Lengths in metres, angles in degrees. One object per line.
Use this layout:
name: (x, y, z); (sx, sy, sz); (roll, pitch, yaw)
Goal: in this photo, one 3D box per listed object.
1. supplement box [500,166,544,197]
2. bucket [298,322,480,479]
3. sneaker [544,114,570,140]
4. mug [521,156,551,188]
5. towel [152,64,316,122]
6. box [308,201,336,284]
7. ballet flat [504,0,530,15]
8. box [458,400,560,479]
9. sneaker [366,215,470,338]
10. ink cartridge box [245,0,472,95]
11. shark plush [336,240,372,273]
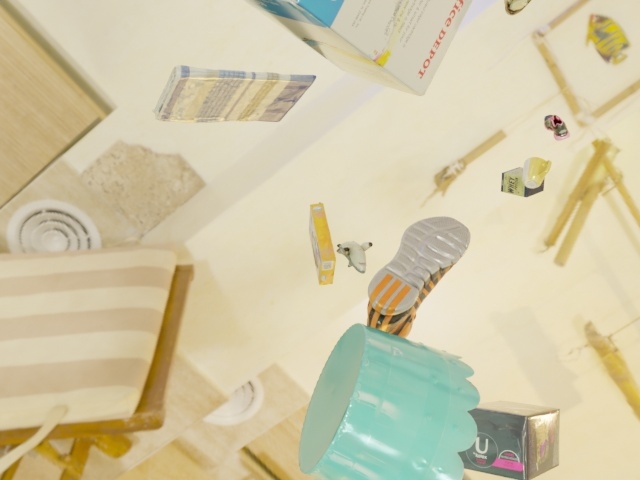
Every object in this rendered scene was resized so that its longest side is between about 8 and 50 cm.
supplement box: (0.556, -0.161, 1.654); (0.083, 0.083, 0.056); (23, -57, 48)
bucket: (0.094, 0.272, 0.927); (0.183, 0.281, 0.281); (24, 17, -7)
sneaker: (0.615, -0.309, 1.574); (0.057, 0.047, 0.119); (59, 13, -31)
mug: (0.535, -0.170, 1.505); (0.062, 0.064, 0.078); (20, -28, 15)
towel: (-0.176, -0.290, 1.206); (0.209, 0.285, 0.034); (-29, -111, 61)
box: (0.000, 0.000, 1.053); (0.081, 0.028, 0.136); (95, -16, -55)
ballet flat: (0.530, -0.637, 1.508); (0.073, 0.067, 0.206); (19, -20, -6)
box: (0.449, 0.464, 1.421); (0.270, 0.165, 0.143); (16, 75, -52)
sneaker: (0.190, 0.085, 1.267); (0.125, 0.321, 0.180); (37, -35, 23)
ink cartridge box: (0.042, -0.308, 0.712); (0.233, 0.171, 0.168); (21, 10, -45)
shark plush: (0.066, 0.038, 1.480); (0.161, 0.073, 0.067); (8, -71, 58)
